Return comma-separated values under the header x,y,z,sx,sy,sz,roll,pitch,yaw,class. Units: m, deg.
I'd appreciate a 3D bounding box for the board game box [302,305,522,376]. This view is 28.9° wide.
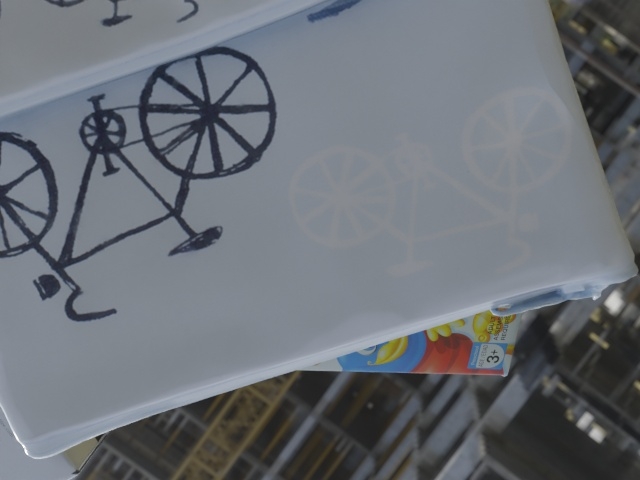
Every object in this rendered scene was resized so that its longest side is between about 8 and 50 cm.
x,y,z,sx,sy,sz,roll,pitch,yaw,class
0.000,0.000,0.903,0.275,0.142,0.144,3,-155,-14,board game box

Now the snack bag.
x,y,z,sx,sy,sz,roll,pitch,yaw,class
-0.063,-0.084,0.542,0.037,0.323,0.342,-74,-35,-75,snack bag

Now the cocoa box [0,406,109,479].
x,y,z,sx,sy,sz,roll,pitch,yaw,class
-0.429,0.139,1.511,0.347,0.231,0.228,54,-156,-10,cocoa box
